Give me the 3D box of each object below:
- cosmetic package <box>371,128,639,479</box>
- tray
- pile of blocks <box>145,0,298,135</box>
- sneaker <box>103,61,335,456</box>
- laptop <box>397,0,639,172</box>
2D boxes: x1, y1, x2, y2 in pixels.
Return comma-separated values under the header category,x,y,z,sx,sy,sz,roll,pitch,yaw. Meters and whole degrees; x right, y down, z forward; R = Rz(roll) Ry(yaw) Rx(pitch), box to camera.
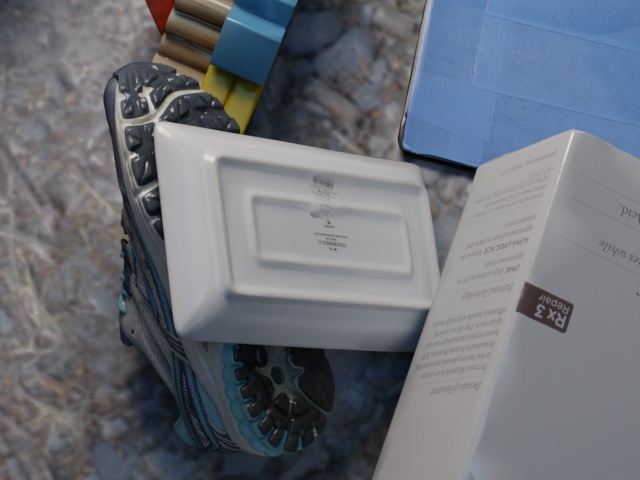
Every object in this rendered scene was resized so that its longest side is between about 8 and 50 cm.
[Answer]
category,x,y,z,sx,sy,sz,roll,pitch,yaw
cosmetic package,0.166,0.147,1.277,0.217,0.156,0.385,22,73,-17
tray,0.000,0.000,1.289,0.270,0.030,0.145,6,71,-47
pile of blocks,-0.056,-0.218,1.357,0.112,0.149,0.362,22,75,-2
sneaker,-0.101,0.021,1.287,0.110,0.122,0.283,-24,96,-49
laptop,0.295,-0.244,1.374,0.382,0.408,0.236,13,41,-5
